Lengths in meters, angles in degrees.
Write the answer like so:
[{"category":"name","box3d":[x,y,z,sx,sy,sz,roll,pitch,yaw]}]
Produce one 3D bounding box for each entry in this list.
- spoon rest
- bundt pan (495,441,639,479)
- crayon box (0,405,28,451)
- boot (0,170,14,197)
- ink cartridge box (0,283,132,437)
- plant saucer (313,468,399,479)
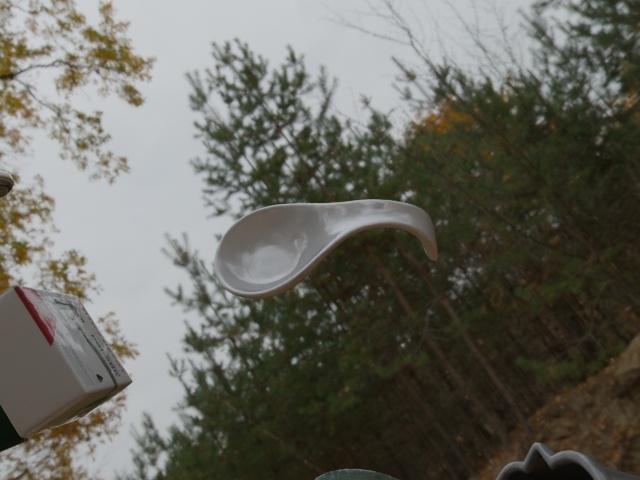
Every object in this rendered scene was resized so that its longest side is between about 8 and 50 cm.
[{"category":"spoon rest","box3d":[0.000,0.000,0.825,0.276,0.137,0.084,-9,-39,8]},{"category":"bundt pan","box3d":[0.187,0.295,0.395,0.124,0.331,0.331,8,-26,-5]},{"category":"crayon box","box3d":[-0.526,0.143,0.964,0.081,0.318,0.202,-17,1,-38]},{"category":"boot","box3d":[-0.593,-0.057,1.110,0.190,0.086,0.069,-17,-28,-36]},{"category":"ink cartridge box","box3d":[-0.213,0.093,0.541,0.056,0.099,0.135,-34,-5,-6]},{"category":"plant saucer","box3d":[0.070,0.440,1.086,0.195,0.195,0.037,-50,15,37]}]
